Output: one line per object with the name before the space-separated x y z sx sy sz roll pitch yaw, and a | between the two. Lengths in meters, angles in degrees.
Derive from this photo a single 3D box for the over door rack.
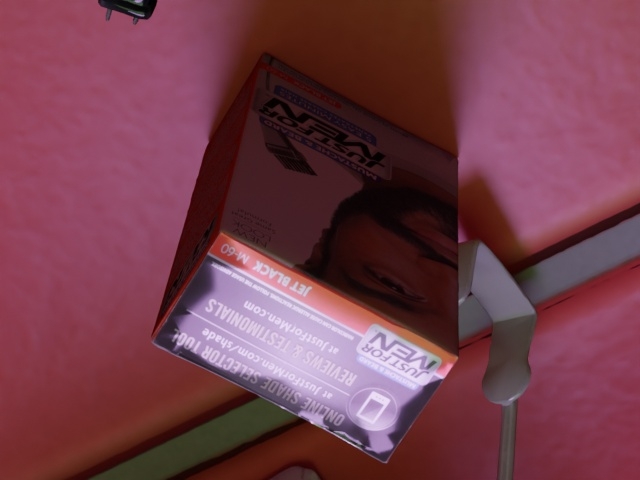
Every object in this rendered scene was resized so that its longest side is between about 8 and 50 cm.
over door rack | 0.167 0.146 0.673 0.239 0.324 0.108 -12 156 30

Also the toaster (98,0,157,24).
toaster | -0.117 -0.191 0.633 0.146 0.129 0.227 9 119 4

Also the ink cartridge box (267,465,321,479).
ink cartridge box | -0.068 0.265 0.755 0.223 0.307 0.129 -32 110 19

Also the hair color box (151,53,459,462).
hair color box | 0.000 0.000 0.695 0.093 0.167 0.053 28 115 -10
